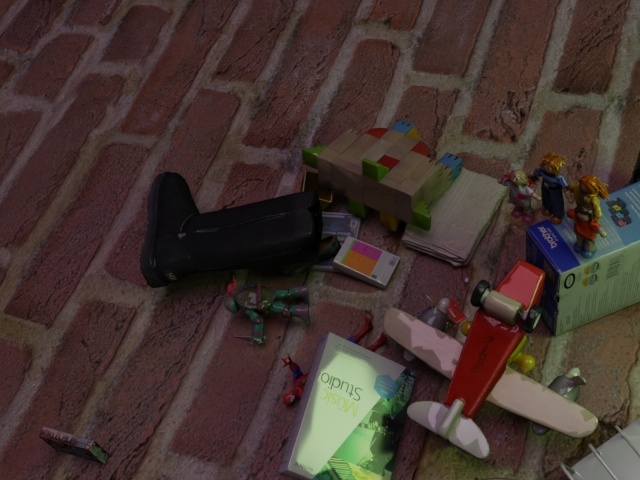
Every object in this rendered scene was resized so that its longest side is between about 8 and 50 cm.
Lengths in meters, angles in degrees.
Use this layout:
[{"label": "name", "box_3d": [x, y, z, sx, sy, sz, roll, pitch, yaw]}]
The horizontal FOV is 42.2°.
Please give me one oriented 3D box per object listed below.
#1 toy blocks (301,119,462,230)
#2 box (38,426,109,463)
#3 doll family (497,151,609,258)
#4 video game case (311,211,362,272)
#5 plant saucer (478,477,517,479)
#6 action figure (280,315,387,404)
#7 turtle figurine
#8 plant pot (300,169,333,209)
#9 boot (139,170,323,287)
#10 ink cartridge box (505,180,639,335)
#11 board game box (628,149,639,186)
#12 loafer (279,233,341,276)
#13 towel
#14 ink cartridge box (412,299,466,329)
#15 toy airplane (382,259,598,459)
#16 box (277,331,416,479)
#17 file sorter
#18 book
[{"label": "toy blocks", "box_3d": [0.183, -0.201, 2.129, 0.382, 0.190, 0.261, 25, 52, 28]}, {"label": "box", "box_3d": [-0.565, 0.470, 1.902, 0.137, 0.094, 0.027, 10, 60, 17]}, {"label": "doll family", "box_3d": [0.500, -0.096, 1.710, 0.118, 0.163, 0.263, -41, 50, -19]}, {"label": "video game case", "box_3d": [0.000, 0.000, 2.150, 0.191, 0.022, 0.173, 5, 58, 14]}, {"label": "plant saucer", "box_3d": [0.364, 0.616, 1.659, 0.278, 0.041, 0.277, -5, 55, 8]}, {"label": "action figure", "box_3d": [0.019, 0.271, 1.902, 0.280, 0.139, 0.091, -39, 58, -12]}, {"label": "turtle figurine", "box_3d": [-0.144, 0.162, 2.020, 0.234, 0.118, 0.175, -4, 56, 2]}, {"label": "plant pot", "box_3d": [-0.017, -0.122, 2.192, 0.082, 0.083, 0.081, 14, 57, -12]}, {"label": "boot", "box_3d": [-0.215, -0.069, 2.111, 0.446, 0.146, 0.366, -13, 51, 15]}, {"label": "ink cartridge box", "box_3d": [0.611, 0.048, 1.850, 0.396, 0.270, 0.151, -23, 51, -5]}, {"label": "board game box", "box_3d": [0.787, -0.116, 1.986, 0.048, 0.170, 0.141, -3, 56, 7]}, {"label": "loafer", "box_3d": [-0.031, 0.032, 2.084, 0.170, 0.061, 0.062, -30, 57, -8]}, {"label": "towel", "box_3d": [0.343, -0.069, 2.116, 0.187, 0.049, 0.282, 23, 62, 23]}, {"label": "ink cartridge box", "box_3d": [0.283, 0.182, 1.970, 0.115, 0.029, 0.062, -27, 56, -7]}, {"label": "toy airplane", "box_3d": [0.358, 0.273, 1.784, 0.385, 0.272, 0.385, -23, 79, 23]}, {"label": "box", "box_3d": [0.064, 0.387, 1.788, 0.232, 0.058, 0.321, 26, 62, -14]}, {"label": "file sorter", "box_3d": [0.636, 0.436, 1.601, 0.278, 0.173, 0.192, -39, 57, 7]}, {"label": "book", "box_3d": [0.115, 0.053, 2.071, 0.144, 0.035, 0.096, 24, 58, 12]}]
